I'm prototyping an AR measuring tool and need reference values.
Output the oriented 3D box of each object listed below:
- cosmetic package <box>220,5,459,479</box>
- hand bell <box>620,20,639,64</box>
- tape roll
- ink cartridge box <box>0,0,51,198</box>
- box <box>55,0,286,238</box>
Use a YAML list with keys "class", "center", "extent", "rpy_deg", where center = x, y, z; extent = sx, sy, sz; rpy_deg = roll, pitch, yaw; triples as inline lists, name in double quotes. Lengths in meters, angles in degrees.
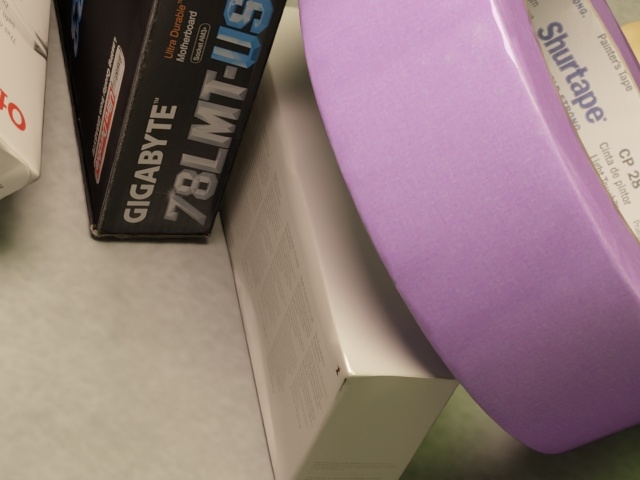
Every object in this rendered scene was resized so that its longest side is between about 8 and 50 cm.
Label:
- class: "cosmetic package"
  center: [0.000, 0.000, 0.774]
  extent: [0.060, 0.099, 0.239]
  rpy_deg: [3, 48, -20]
- class: "hand bell"
  center: [0.210, -0.132, 0.886]
  extent: [0.126, 0.242, 0.126]
  rpy_deg: [11, 45, -12]
- class: "tape roll"
  center: [0.100, -0.042, 0.754]
  extent: [0.275, 0.090, 0.275]
  rpy_deg: [47, 28, -34]
- class: "ink cartridge box"
  center: [-0.210, -0.133, 0.762]
  extent: [0.160, 0.092, 0.219]
  rpy_deg: [50, 25, -41]
- class: "box"
  center: [-0.079, -0.203, 0.794]
  extent: [0.073, 0.295, 0.293]
  rpy_deg: [1, 49, -19]
